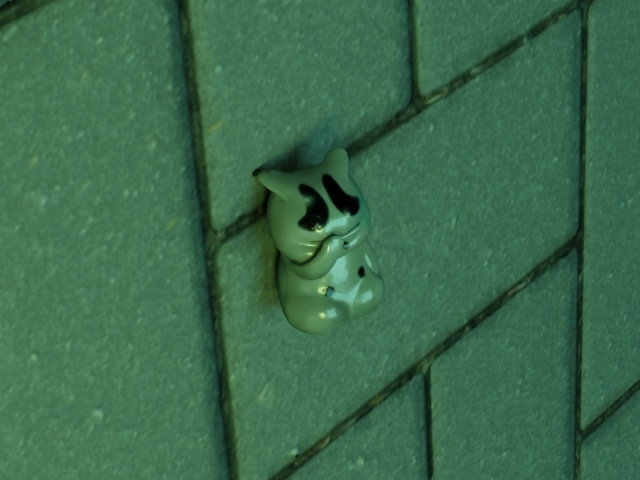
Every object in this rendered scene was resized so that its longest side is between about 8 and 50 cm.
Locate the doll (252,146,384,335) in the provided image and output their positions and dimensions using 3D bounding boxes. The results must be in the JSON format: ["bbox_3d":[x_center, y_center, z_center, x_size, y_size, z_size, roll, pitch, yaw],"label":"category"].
[{"bbox_3d":[0.002,0.007,1.981,0.110,0.107,0.180,-23,129,-21],"label":"doll"}]
